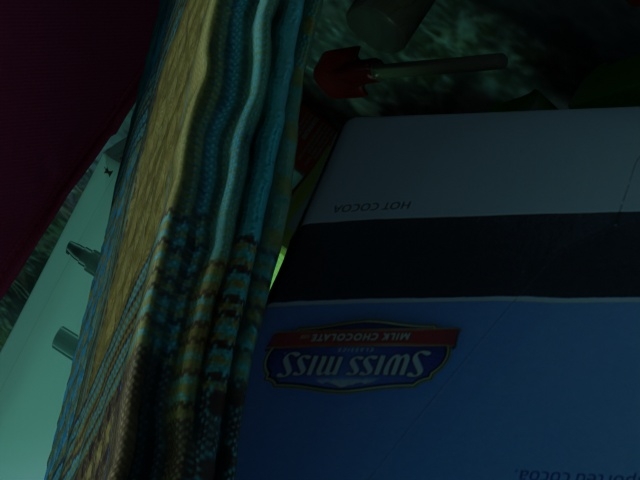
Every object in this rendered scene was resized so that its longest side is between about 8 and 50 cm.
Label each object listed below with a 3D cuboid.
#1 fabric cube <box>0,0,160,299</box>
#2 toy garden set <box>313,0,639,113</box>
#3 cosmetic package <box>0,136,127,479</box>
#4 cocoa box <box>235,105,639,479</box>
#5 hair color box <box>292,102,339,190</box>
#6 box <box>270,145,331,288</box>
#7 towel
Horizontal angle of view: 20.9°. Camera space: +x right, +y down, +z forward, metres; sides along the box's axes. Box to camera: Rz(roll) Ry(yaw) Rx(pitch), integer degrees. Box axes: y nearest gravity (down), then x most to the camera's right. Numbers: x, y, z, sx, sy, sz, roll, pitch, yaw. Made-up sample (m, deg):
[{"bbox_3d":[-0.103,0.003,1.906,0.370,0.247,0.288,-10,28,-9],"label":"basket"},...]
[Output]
[{"bbox_3d":[-0.245,-0.124,0.726,0.258,0.259,0.254,16,150,30],"label":"fabric cube"},{"bbox_3d":[0.102,-0.064,0.684,0.204,0.049,0.244,41,153,-19],"label":"toy garden set"},{"bbox_3d":[-0.124,0.067,0.968,0.099,0.060,0.239,32,110,5],"label":"cosmetic package"},{"bbox_3d":[0.160,0.107,0.580,0.347,0.228,0.231,0,138,28],"label":"cocoa box"},{"bbox_3d":[0.000,0.000,0.854,0.167,0.053,0.093,33,127,-2],"label":"hair color box"},{"bbox_3d":[-0.047,0.061,0.827,0.058,0.087,0.232,39,130,-5],"label":"box"},{"bbox_3d":[-0.038,-0.032,0.555,0.040,0.370,0.271,15,154,-9],"label":"towel"}]
